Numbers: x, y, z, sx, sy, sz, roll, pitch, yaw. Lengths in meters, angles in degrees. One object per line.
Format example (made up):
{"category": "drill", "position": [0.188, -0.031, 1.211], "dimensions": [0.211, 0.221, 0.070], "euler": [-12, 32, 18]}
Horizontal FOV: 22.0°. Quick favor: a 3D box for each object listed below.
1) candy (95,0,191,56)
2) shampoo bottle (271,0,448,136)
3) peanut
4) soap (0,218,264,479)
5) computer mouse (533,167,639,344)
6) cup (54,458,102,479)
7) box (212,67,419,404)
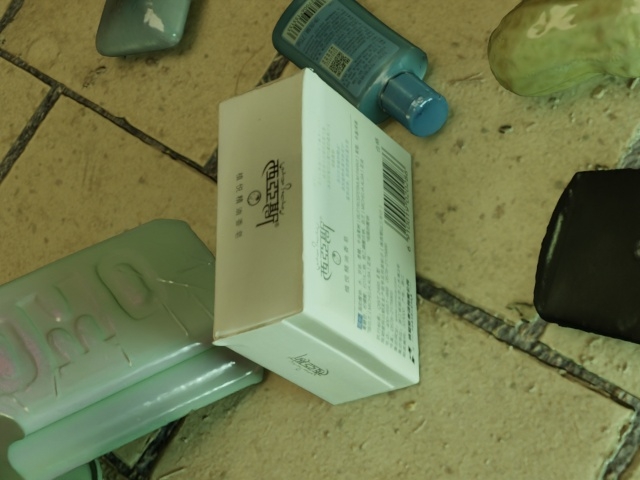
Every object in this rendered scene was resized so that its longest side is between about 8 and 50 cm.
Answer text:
{"category": "candy", "position": [-0.213, -0.316, 2.066], "dimensions": [0.138, 0.071, 0.174], "euler": [-3, 65, 35]}
{"category": "shampoo bottle", "position": [0.048, -0.194, 1.814], "dimensions": [0.104, 0.061, 0.258], "euler": [-49, 47, 4]}
{"category": "peanut", "position": [0.278, -0.209, 1.618], "dimensions": [0.257, 0.123, 0.123], "euler": [-20, 56, 30]}
{"category": "soap", "position": [-0.258, 0.122, 1.728], "dimensions": [0.347, 0.115, 0.208], "euler": [-25, 44, -18]}
{"category": "computer mouse", "position": [0.322, 0.020, 1.486], "dimensions": [0.295, 0.087, 0.168], "euler": [9, 78, 52]}
{"category": "cup", "position": [-0.317, 0.262, 1.786], "dimensions": [0.120, 0.141, 0.120], "euler": [-19, 55, 30]}
{"category": "box", "position": [-0.002, 0.000, 1.652], "dimensions": [0.116, 0.203, 0.274], "euler": [-18, 57, 29]}
